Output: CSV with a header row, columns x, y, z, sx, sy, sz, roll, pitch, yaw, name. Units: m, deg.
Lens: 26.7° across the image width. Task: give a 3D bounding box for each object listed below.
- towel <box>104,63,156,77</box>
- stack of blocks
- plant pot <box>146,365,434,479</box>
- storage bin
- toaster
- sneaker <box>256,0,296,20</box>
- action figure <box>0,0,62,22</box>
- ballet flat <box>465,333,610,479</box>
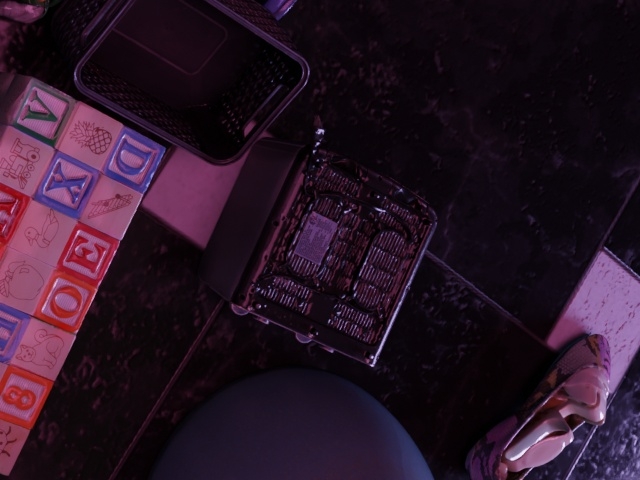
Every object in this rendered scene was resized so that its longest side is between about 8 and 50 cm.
x,y,z,sx,sy,sz,roll,pitch,yaw,name
-0.152,-0.172,1.162,0.083,0.009,0.060,-12,106,-28,towel
-0.272,0.017,1.084,0.171,0.087,0.297,28,85,-31,stack of blocks
0.004,0.279,1.233,0.290,0.195,0.290,-6,103,-29,plant pot
-0.114,-0.156,1.107,0.180,0.084,0.122,29,111,-40,storage bin
0.000,0.000,1.225,0.168,0.110,0.186,25,87,-32,toaster
-0.035,-0.261,1.190,0.059,0.053,0.144,23,80,-30,sneaker
-0.285,-0.218,1.050,0.232,0.063,0.137,3,95,-34,action figure
0.249,0.187,1.424,0.221,0.079,0.077,-40,116,-18,ballet flat
